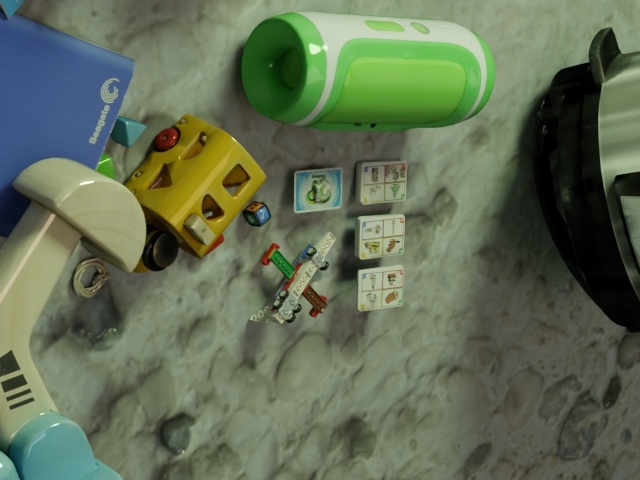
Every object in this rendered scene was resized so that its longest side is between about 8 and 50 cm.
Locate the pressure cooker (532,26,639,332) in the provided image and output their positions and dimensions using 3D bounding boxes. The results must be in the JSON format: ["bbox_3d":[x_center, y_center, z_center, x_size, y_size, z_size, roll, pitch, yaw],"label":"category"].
[{"bbox_3d":[0.481,-0.069,2.198,0.375,0.420,0.369,29,56,-56],"label":"pressure cooker"}]

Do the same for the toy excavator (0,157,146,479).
[{"bbox_3d":[-0.309,0.198,1.700,0.433,0.222,0.445,-37,131,-26],"label":"toy excavator"}]

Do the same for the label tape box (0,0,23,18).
[{"bbox_3d":[-0.177,-0.378,1.562,0.347,0.115,0.249,-54,154,-21],"label":"label tape box"}]

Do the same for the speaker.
[{"bbox_3d":[0.058,-0.188,1.935,0.296,0.131,0.131,-3,111,-43],"label":"speaker"}]

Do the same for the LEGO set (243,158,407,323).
[{"bbox_3d":[0.000,0.000,2.046,0.244,0.060,0.182,-7,102,-43],"label":"LEGO set"}]

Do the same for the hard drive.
[{"bbox_3d":[-0.338,-0.122,1.650,0.319,0.040,0.210,17,97,-46],"label":"hard drive"}]

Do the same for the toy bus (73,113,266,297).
[{"bbox_3d":[-0.150,-0.030,1.827,0.191,0.104,0.202,-12,117,-39],"label":"toy bus"}]
